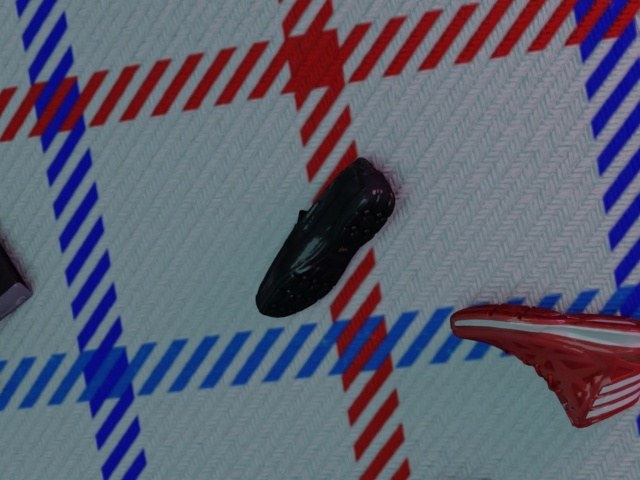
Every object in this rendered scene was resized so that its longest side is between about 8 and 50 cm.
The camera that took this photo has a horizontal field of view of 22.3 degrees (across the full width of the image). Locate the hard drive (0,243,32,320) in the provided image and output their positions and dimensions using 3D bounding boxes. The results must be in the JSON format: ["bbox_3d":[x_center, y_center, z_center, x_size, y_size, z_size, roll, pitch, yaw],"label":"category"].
[{"bbox_3d":[-0.499,0.066,1.975,0.254,0.054,0.172,-32,86,-13],"label":"hard drive"}]

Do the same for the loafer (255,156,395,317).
[{"bbox_3d":[0.000,0.000,1.863,0.223,0.076,0.078,-49,46,25],"label":"loafer"}]

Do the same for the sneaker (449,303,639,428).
[{"bbox_3d":[0.247,0.142,1.788,0.221,0.087,0.128,6,98,19],"label":"sneaker"}]
